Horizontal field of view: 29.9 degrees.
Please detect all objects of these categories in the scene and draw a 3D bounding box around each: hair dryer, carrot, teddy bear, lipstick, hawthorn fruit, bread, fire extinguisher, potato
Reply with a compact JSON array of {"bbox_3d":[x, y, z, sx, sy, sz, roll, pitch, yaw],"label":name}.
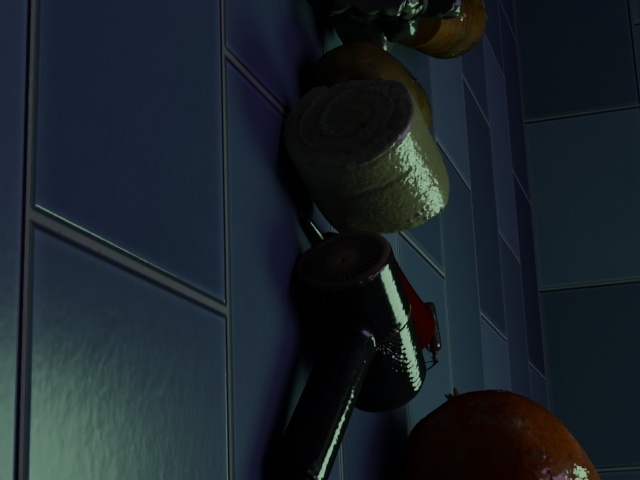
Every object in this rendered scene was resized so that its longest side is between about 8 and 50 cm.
[{"bbox_3d":[0.000,0.000,1.312,0.083,0.026,0.047,57,30,-50],"label":"hair dryer"},{"bbox_3d":[0.190,-0.355,1.926,0.302,0.139,0.139,-31,114,-64],"label":"carrot"},{"bbox_3d":[0.078,-0.282,1.435,0.251,0.171,0.144,37,56,-71],"label":"teddy bear"},{"bbox_3d":[0.012,0.167,1.193,0.352,0.107,0.189,-64,143,-48],"label":"hair dryer"},{"bbox_3d":[0.076,0.067,1.444,0.241,0.080,0.080,54,33,-59],"label":"lipstick"},{"bbox_3d":[0.217,0.305,1.550,0.276,0.276,0.307,66,9,-45],"label":"hawthorn fruit"},{"bbox_3d":[0.050,-0.084,1.280,0.141,0.148,0.134,58,44,-46],"label":"bread"},{"bbox_3d":[0.162,0.139,1.786,0.046,0.032,0.100,71,11,-68],"label":"fire extinguisher"},{"bbox_3d":[0.060,-0.158,1.395,0.176,0.137,0.137,75,16,-57],"label":"potato"}]
